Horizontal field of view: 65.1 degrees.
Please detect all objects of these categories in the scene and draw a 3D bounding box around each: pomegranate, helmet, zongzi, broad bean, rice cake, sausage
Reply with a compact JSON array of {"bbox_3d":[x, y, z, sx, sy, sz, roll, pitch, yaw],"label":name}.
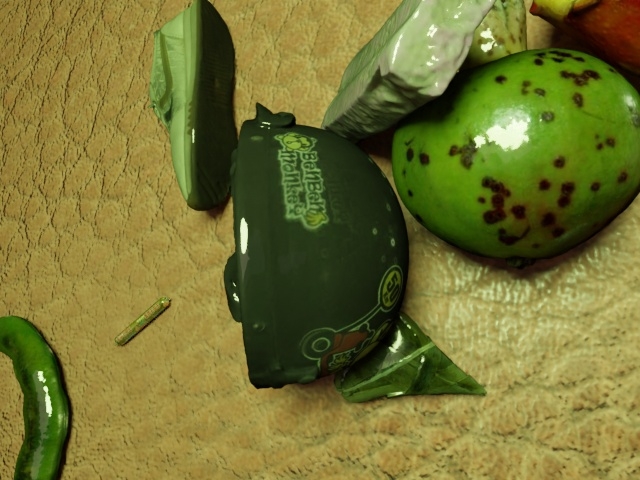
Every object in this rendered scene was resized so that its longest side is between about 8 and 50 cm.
[{"bbox_3d":[0.161,-0.098,0.433,0.202,0.202,0.247,-7,85,20],"label":"pomegranate"},{"bbox_3d":[0.000,0.000,0.478,0.161,0.230,0.278,1,56,-1],"label":"helmet"},{"bbox_3d":[0.083,0.145,0.498,0.119,0.055,0.109,44,99,11],"label":"zongzi"},{"bbox_3d":[-0.400,0.212,0.674,0.144,0.049,0.291,-41,66,16],"label":"broad bean"},{"bbox_3d":[0.057,-0.149,0.447,0.050,0.298,0.106,26,90,-10],"label":"rice cake"},{"bbox_3d":[-0.229,0.104,0.642,0.100,0.015,0.015,-39,69,10],"label":"sausage"}]

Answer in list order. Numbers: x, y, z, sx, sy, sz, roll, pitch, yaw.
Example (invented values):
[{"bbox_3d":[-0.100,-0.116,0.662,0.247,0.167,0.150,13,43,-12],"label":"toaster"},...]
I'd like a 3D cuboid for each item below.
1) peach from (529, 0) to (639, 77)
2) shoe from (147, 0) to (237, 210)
[{"bbox_3d":[0.330,-0.264,0.368,0.339,0.281,0.280,-13,76,18],"label":"peach"},{"bbox_3d":[-0.164,-0.167,0.626,0.098,0.103,0.274,-11,70,20],"label":"shoe"}]
